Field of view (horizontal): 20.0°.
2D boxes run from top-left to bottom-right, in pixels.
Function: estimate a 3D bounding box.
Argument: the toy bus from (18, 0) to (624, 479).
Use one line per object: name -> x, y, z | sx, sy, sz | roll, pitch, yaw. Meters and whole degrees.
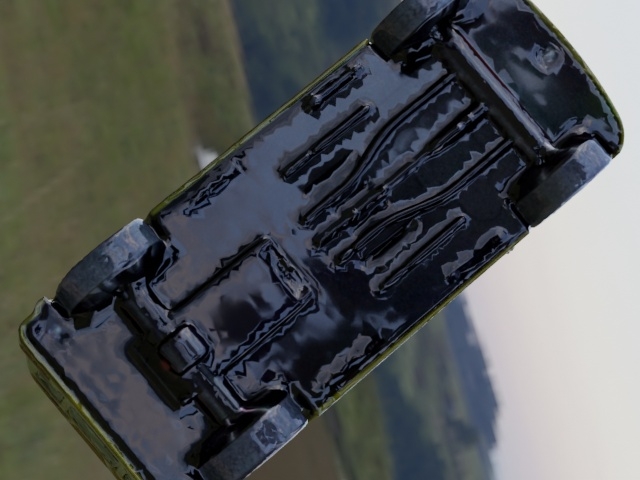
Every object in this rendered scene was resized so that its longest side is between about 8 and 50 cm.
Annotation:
toy bus -> 0.000, 0.000, 0.983 | 0.145, 0.331, 0.151 | 50, -17, 3
